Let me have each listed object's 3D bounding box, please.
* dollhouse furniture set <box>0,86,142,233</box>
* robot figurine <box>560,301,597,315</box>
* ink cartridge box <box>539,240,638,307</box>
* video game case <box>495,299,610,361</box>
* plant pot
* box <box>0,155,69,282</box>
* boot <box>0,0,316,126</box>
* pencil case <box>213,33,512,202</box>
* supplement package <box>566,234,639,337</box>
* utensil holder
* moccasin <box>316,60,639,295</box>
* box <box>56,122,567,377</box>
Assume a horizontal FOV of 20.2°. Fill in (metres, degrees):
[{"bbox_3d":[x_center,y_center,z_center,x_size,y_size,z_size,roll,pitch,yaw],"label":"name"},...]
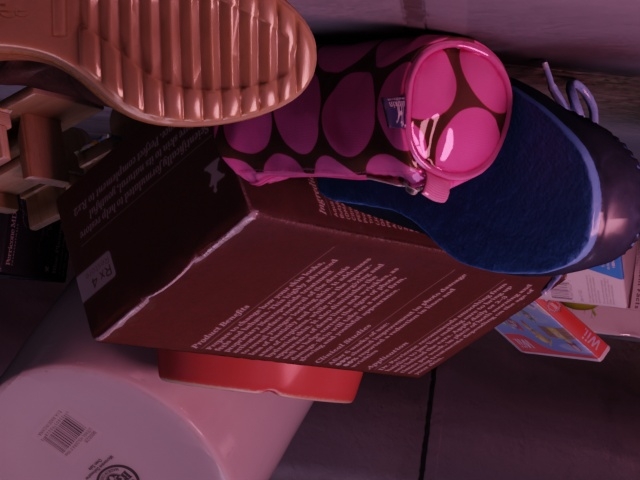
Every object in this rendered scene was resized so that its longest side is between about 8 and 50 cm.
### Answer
[{"bbox_3d":[-0.289,-0.094,1.474,0.242,0.161,0.212,-23,159,35],"label":"dollhouse furniture set"},{"bbox_3d":[0.310,0.030,2.125,0.101,0.115,0.067,7,177,8],"label":"robot figurine"},{"bbox_3d":[0.193,-0.007,1.677,0.191,0.082,0.139,7,154,16],"label":"ink cartridge box"},{"bbox_3d":[0.195,0.044,2.153,0.285,0.025,0.204,41,166,-16],"label":"video game case"},{"bbox_3d":[-0.048,0.029,1.769,0.275,0.243,0.275,7,176,0],"label":"plant pot"},{"bbox_3d":[-0.346,-0.037,1.994,0.093,0.156,0.158,5,176,20],"label":"box"},{"bbox_3d":[-0.140,-0.123,0.969,0.248,0.090,0.207,6,-171,-15],"label":"boot"},{"bbox_3d":[0.017,-0.074,1.106,0.095,0.098,0.209,9,177,-35],"label":"pencil case"},{"bbox_3d":[0.378,0.059,2.328,0.244,0.134,0.139,8,176,-9],"label":"supplement package"},{"bbox_3d":[-0.166,0.155,2.039,0.328,0.327,0.385,6,-146,17],"label":"utensil holder"},{"bbox_3d":[0.116,-0.058,1.170,0.117,0.137,0.342,4,-167,-27],"label":"moccasin"},{"bbox_3d":[0.000,0.000,1.451,0.191,0.143,0.381,-37,151,32],"label":"box"}]
